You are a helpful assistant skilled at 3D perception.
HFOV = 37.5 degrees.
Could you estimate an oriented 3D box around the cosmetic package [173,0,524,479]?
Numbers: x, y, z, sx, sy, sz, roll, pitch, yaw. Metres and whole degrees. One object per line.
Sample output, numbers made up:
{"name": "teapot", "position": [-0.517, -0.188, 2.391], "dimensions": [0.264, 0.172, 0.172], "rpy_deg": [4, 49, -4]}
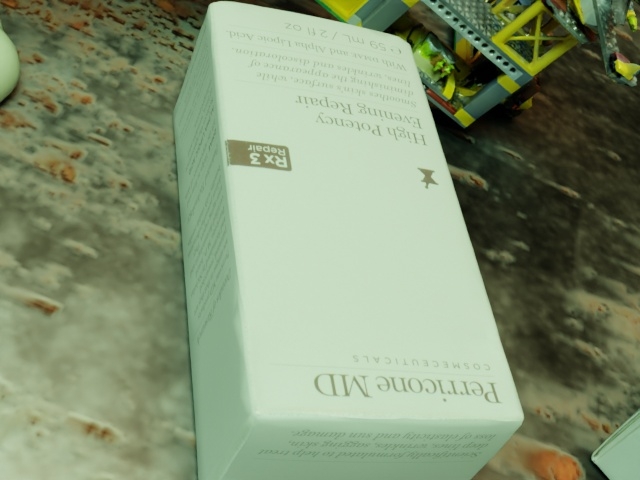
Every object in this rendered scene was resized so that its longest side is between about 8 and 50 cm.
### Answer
{"name": "cosmetic package", "position": [0.000, 0.000, 0.438], "dimensions": [0.117, 0.085, 0.231], "rpy_deg": [5, 49, -21]}

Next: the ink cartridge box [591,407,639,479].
{"name": "ink cartridge box", "position": [0.240, 0.100, 0.474], "dimensions": [0.175, 0.072, 0.127], "rpy_deg": [-26, 67, -39]}

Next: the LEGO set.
{"name": "LEGO set", "position": [0.071, -0.235, 0.528], "dimensions": [0.331, 0.192, 0.255], "rpy_deg": [40, 40, -19]}

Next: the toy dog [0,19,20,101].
{"name": "toy dog", "position": [-0.219, -0.327, 0.384], "dimensions": [0.395, 0.408, 0.284], "rpy_deg": [25, 45, -6]}
